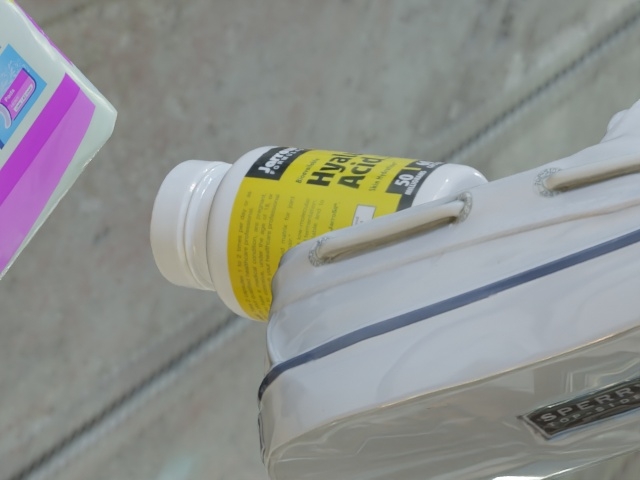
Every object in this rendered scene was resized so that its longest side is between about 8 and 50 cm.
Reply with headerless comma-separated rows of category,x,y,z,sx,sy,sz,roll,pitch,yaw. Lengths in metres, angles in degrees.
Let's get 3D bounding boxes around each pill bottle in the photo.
pill bottle,0.000,0.000,0.701,0.065,0.116,0.065,-19,112,-58

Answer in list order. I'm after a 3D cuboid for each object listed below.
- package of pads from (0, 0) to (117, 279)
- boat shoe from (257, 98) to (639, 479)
package of pads,-0.262,-0.023,0.967,0.296,0.101,0.229,-56,140,-13
boat shoe,0.098,-0.002,0.518,0.095,0.258,0.084,52,27,-52
